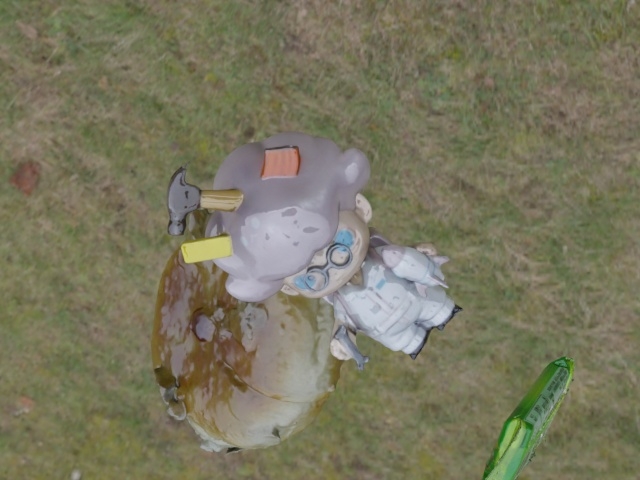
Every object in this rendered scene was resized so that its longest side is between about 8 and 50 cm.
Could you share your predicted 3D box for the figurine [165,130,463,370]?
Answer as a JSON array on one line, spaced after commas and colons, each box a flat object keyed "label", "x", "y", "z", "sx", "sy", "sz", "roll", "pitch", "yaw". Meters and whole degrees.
[{"label": "figurine", "x": 0.000, "y": 0.000, "z": 0.676, "sx": 0.229, "sy": 0.112, "sz": 0.137, "roll": 37, "pitch": 110, "yaw": -15}]

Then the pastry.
[{"label": "pastry", "x": -0.079, "y": 0.083, "z": 0.945, "sx": 0.121, "sy": 0.257, "sz": 0.236, "roll": 4, "pitch": 145, "yaw": -41}]

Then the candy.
[{"label": "candy", "x": 0.191, "y": 0.177, "z": 0.880, "sx": 0.032, "sy": 0.178, "sz": 0.102, "roll": 25, "pitch": 115, "yaw": 22}]
